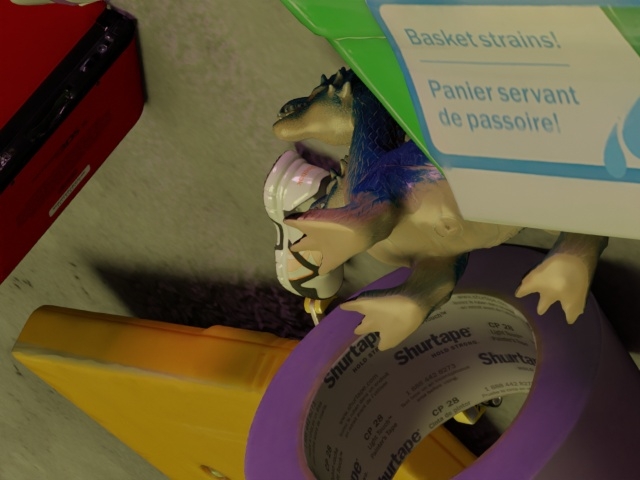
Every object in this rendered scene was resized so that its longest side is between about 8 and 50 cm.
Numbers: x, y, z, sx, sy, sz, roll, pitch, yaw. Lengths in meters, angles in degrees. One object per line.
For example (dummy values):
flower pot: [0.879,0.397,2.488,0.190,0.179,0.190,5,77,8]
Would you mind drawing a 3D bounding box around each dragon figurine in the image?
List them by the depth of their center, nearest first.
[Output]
dragon figurine: [0.078,-0.041,0.720,0.289,0.144,0.085,-19,122,38]

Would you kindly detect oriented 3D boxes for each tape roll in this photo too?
tape roll: [0.063,0.097,0.859,0.189,0.189,0.080,7,142,47]

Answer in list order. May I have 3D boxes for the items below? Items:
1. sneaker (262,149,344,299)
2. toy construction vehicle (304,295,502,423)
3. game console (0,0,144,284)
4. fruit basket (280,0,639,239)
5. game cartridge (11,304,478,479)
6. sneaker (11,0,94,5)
sneaker: [0.000,0.000,0.948,0.043,0.040,0.109,22,152,24]
toy construction vehicle: [0.043,0.065,1.011,0.086,0.035,0.098,8,143,46]
game console: [-0.166,-0.068,0.920,0.085,0.144,0.124,30,155,16]
fruit basket: [0.067,-0.154,0.451,0.327,0.165,0.353,8,140,46]
game cartridge: [-0.009,0.142,1.164,0.323,0.053,0.285,2,147,47]
sneaker: [-0.099,-0.195,0.692,0.305,0.114,0.152,96,150,-72]
